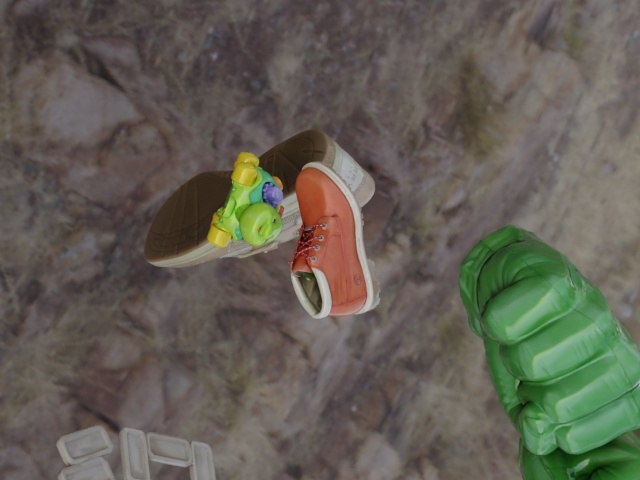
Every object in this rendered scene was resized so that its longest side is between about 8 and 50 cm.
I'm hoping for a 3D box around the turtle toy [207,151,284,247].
[{"bbox_3d":[-0.071,-0.031,1.159,0.130,0.066,0.095,-96,-151,-73],"label":"turtle toy"}]

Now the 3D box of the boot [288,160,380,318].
[{"bbox_3d":[0.000,0.000,1.085,0.084,0.158,0.059,-13,172,-44],"label":"boot"}]

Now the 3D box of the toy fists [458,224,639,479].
[{"bbox_3d":[0.175,0.127,0.775,0.096,0.142,0.279,-25,114,-9],"label":"toy fists"}]

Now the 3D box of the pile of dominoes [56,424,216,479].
[{"bbox_3d":[-0.171,0.295,1.046,0.040,0.251,0.196,-36,140,30],"label":"pile of dominoes"}]

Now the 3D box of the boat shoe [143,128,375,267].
[{"bbox_3d":[-0.086,-0.026,1.397,0.110,0.341,0.121,33,52,-37],"label":"boat shoe"}]
